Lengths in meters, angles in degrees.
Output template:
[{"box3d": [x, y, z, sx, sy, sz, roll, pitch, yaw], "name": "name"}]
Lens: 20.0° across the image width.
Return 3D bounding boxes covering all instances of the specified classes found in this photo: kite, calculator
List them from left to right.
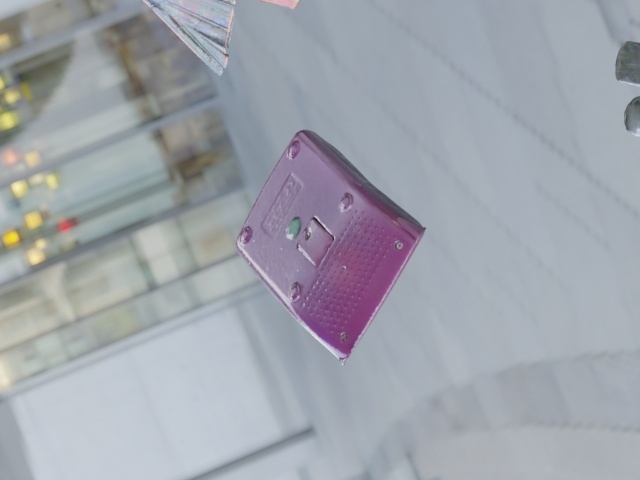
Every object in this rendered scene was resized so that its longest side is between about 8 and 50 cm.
[{"box3d": [-0.105, -0.240, 1.597, 0.241, 0.183, 0.014, 108, 175, -45], "name": "kite"}, {"box3d": [0.000, 0.000, 1.431, 0.034, 0.126, 0.190, 17, -162, -41], "name": "calculator"}]

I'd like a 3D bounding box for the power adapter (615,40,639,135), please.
[{"box3d": [0.262, -0.069, 0.981, 0.130, 0.205, 0.125, 63, -141, -67], "name": "power adapter"}]
